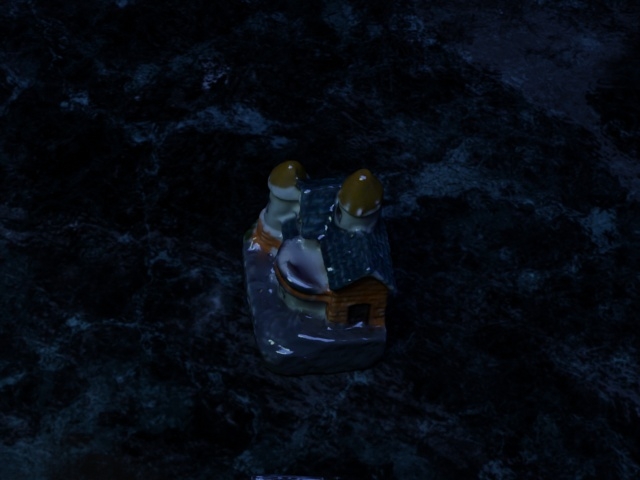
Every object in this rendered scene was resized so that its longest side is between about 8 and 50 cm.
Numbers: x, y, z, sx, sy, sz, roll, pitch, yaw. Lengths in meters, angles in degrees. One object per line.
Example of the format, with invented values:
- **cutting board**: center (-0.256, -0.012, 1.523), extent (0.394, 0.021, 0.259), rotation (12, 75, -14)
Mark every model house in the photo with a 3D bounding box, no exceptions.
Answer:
- **model house**: center (0.000, 0.000, 1.893), extent (0.190, 0.301, 0.271), rotation (-1, 53, -11)

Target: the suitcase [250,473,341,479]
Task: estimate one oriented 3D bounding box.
- **suitcase**: center (-0.037, 0.350, 1.766), extent (0.126, 0.059, 0.086), rotation (3, 52, 1)
